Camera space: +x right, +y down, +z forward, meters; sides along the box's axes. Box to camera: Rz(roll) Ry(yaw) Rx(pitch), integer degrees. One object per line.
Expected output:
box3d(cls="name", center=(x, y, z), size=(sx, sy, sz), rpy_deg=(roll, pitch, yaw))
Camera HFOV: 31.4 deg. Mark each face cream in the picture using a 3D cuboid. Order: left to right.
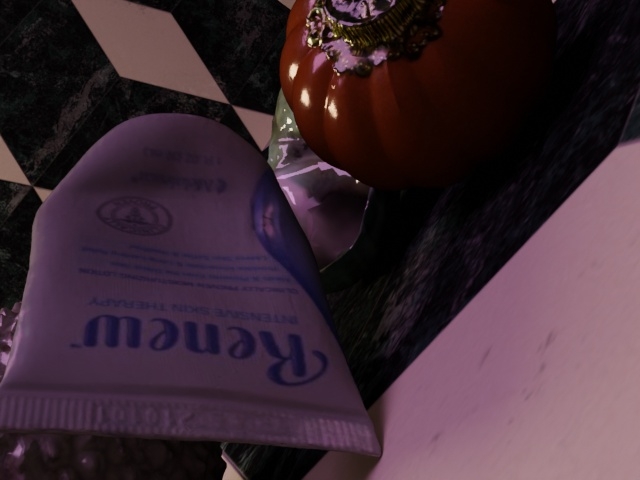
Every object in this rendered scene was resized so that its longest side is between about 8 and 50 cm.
box3d(cls="face cream", center=(-0.107, 0.025, 0.854), size=(0.420, 0.234, 0.137), rpy_deg=(-107, 28, -61))

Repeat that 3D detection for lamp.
box3d(cls="lamp", center=(0.075, -0.145, 0.890), size=(0.223, 0.223, 0.196), rpy_deg=(-55, -35, -3))

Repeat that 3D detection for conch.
box3d(cls="conch", center=(0.029, -0.082, 1.061), size=(0.277, 0.195, 0.220), rpy_deg=(-33, 31, -8))

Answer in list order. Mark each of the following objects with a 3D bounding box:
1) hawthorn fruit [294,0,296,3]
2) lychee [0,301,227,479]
box3d(cls="hawthorn fruit", center=(0.076, -0.257, 1.244), size=(0.248, 0.208, 0.208), rpy_deg=(107, -171, -51))
box3d(cls="lychee", center=(-0.221, 0.184, 0.885), size=(0.300, 0.300, 0.300), rpy_deg=(-53, 8, 11))
